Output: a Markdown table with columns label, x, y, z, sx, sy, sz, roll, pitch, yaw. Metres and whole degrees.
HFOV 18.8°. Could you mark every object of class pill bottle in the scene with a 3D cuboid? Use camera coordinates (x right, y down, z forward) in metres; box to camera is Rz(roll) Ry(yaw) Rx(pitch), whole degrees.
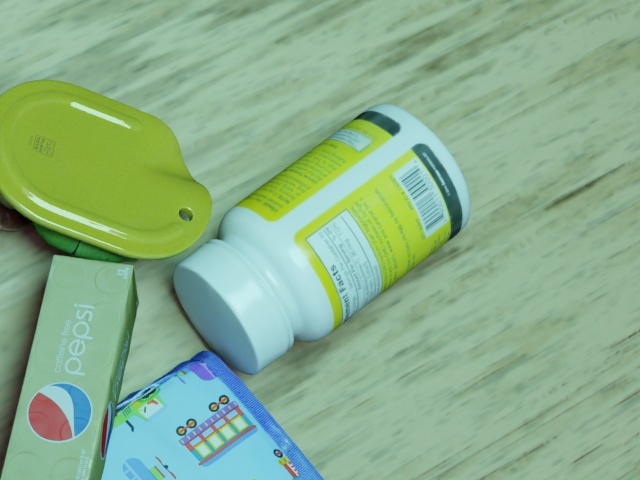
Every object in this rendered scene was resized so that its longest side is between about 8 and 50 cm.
| label | x | y | z | sx | sy | sz | roll | pitch | yaw |
| --- | --- | --- | --- | --- | --- | --- | --- | --- | --- |
| pill bottle | 0.000 | 0.000 | 1.434 | 0.208 | 0.119 | 0.119 | -36 | 96 | -21 |

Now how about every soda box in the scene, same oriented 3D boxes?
| label | x | y | z | sx | sy | sz | roll | pitch | yaw |
| --- | --- | --- | --- | --- | --- | --- | --- | --- | --- |
| soda box | -0.174 | 0.103 | 1.350 | 0.061 | 0.058 | 0.181 | 7 | 62 | 3 |

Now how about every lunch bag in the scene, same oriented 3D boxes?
| label | x | y | z | sx | sy | sz | roll | pitch | yaw |
| --- | --- | --- | --- | --- | --- | --- | --- | --- | --- |
| lunch bag | -0.095 | 0.231 | 1.373 | 0.221 | 0.138 | 0.293 | -35 | 85 | -20 |

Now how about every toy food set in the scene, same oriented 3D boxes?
| label | x | y | z | sx | sy | sz | roll | pitch | yaw |
| --- | --- | --- | --- | --- | --- | --- | --- | --- | --- |
| toy food set | -0.190 | -0.045 | 1.401 | 0.218 | 0.071 | 0.128 | 23 | 51 | -19 |
